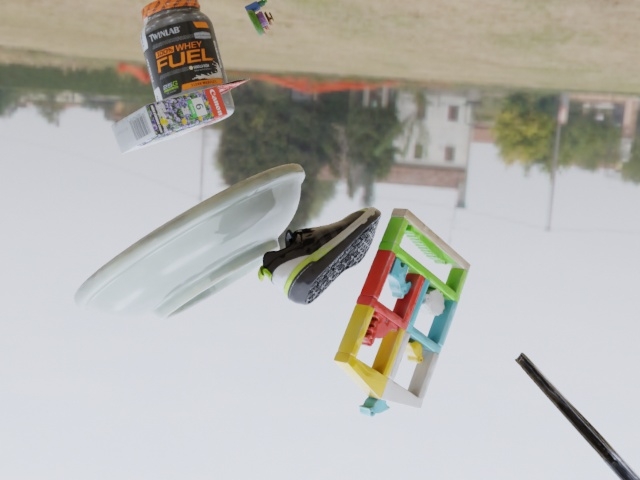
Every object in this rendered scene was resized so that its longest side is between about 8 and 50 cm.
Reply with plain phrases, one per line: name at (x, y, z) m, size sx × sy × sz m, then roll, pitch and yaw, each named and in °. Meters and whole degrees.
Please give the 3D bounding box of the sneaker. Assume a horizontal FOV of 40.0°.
sneaker at (0.000, 0.000, 1.233) m, size 0.097 × 0.084 × 0.235 m, roll 31°, pitch -141°, yaw 18°

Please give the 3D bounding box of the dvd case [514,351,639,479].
dvd case at (0.299, 0.219, 0.934) m, size 0.164 × 0.018 × 0.221 m, roll 46°, pitch -175°, yaw -19°

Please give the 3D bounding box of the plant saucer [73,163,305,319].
plant saucer at (-0.177, 0.027, 1.348) m, size 0.401 × 0.100 × 0.400 m, roll -31°, pitch 177°, yaw -2°

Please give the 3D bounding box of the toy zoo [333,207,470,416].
toy zoo at (0.122, 0.124, 1.317) m, size 0.030 × 0.293 × 0.192 m, roll 5°, pitch 156°, yaw 45°

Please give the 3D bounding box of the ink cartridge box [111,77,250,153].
ink cartridge box at (-0.116, -0.109, 0.763) m, size 0.115 × 0.029 × 0.063 m, roll -24°, pitch -174°, yaw -40°

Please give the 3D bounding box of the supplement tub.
supplement tub at (-0.212, -0.276, 1.372) m, size 0.117 × 0.190 × 0.117 m, roll -16°, pitch 180°, yaw 0°

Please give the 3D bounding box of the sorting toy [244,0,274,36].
sorting toy at (-0.106, -0.406, 1.597) m, size 0.042 × 0.061 × 0.102 m, roll -27°, pitch -169°, yaw 4°
